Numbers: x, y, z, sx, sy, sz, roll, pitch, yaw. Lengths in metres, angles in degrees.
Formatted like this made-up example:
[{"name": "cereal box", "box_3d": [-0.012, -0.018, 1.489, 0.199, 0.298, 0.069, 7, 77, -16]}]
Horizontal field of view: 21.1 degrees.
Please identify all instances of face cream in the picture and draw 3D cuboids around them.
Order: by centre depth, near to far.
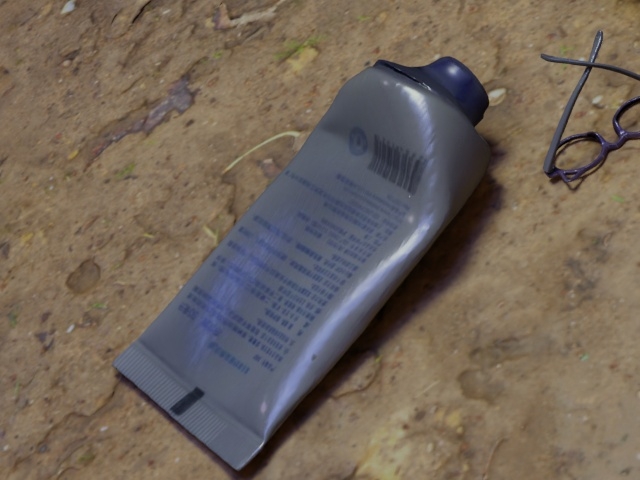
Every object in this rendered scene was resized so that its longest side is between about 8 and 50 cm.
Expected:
[{"name": "face cream", "box_3d": [0.000, 0.000, 1.575, 0.420, 0.137, 0.235, -49, 41, -8]}]

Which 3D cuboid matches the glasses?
[{"name": "glasses", "box_3d": [0.247, -0.129, 1.544, 0.140, 0.104, 0.062, -29, 36, -2]}]
